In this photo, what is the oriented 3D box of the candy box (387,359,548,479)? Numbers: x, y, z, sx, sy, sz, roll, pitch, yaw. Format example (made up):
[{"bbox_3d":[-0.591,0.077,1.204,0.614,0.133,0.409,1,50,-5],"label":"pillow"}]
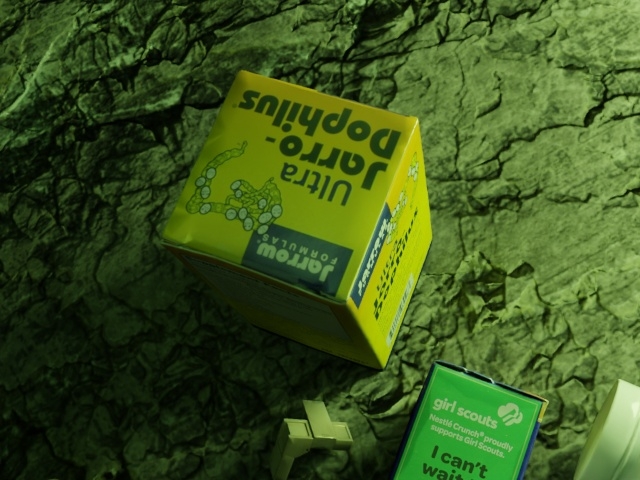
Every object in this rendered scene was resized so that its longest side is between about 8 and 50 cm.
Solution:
[{"bbox_3d":[0.112,0.305,0.811,0.122,0.268,0.317,18,75,12],"label":"candy box"}]

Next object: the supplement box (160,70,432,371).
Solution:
[{"bbox_3d":[0.000,0.000,0.892,0.194,0.356,0.195,18,75,15],"label":"supplement box"}]

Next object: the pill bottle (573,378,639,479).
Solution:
[{"bbox_3d":[0.439,0.269,0.812,0.323,0.181,0.181,24,77,18],"label":"pill bottle"}]

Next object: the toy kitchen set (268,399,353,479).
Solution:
[{"bbox_3d":[-0.016,0.250,0.987,0.083,0.075,0.068,9,27,-20],"label":"toy kitchen set"}]

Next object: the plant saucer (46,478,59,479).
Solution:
[{"bbox_3d":[-0.369,0.510,0.928,0.333,0.081,0.333,-32,69,-2],"label":"plant saucer"}]
